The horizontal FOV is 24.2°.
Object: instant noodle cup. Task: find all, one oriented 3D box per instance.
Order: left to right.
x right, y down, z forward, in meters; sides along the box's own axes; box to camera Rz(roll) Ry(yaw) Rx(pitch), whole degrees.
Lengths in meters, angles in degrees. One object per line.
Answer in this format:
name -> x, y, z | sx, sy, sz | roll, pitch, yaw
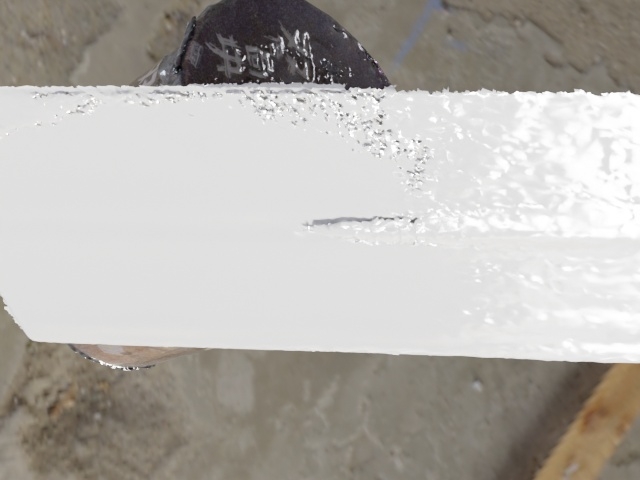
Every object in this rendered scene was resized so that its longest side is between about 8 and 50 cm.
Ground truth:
instant noodle cup -> -0.073, -0.024, 0.961 | 0.207, 0.217, 0.217 | -24, 128, 40

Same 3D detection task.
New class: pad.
pad -> 0.000, 0.000, 0.451 | 0.232, 0.004, 0.156 | 2, 149, 8
